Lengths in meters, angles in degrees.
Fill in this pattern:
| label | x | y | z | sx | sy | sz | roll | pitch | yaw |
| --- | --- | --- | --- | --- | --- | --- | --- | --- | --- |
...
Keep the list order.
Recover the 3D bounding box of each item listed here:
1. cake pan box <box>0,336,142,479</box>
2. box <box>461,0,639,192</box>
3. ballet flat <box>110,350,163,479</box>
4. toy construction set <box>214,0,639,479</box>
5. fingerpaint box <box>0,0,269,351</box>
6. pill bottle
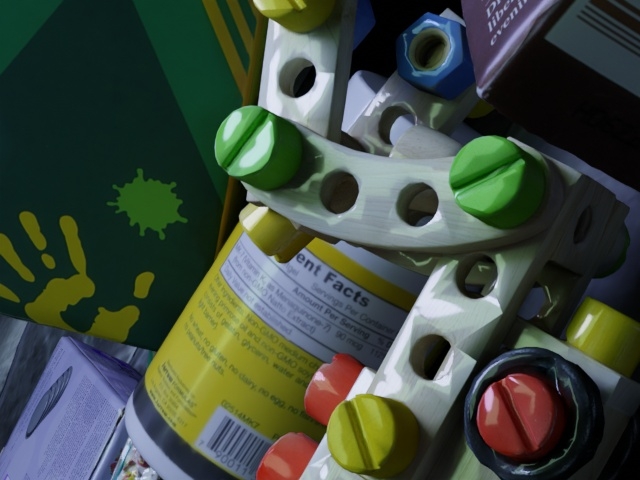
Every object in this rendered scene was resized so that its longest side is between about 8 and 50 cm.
| label | x | y | z | sx | sy | sz | roll | pitch | yaw |
| --- | --- | --- | --- | --- | --- | --- | --- | --- | --- |
| cake pan box | -0.190 | 0.213 | 1.105 | 0.267 | 0.070 | 0.246 | -64 | 18 | -3 |
| box | 0.155 | -0.120 | 0.535 | 0.168 | 0.167 | 0.203 | -51 | 23 | 31 |
| ballet flat | -0.069 | 0.118 | 0.939 | 0.077 | 0.091 | 0.241 | 4 | 69 | 35 |
| toy construction set | 0.009 | 0.068 | 0.636 | 0.215 | 0.151 | 0.328 | 31 | 108 | 30 |
| fingerpaint box | -0.079 | -0.217 | 0.953 | 0.445 | 0.163 | 0.371 | -75 | -2 | -55 |
| pill bottle | 0.004 | 0.031 | 0.784 | 0.208 | 0.119 | 0.119 | -57 | 21 | 14 |
